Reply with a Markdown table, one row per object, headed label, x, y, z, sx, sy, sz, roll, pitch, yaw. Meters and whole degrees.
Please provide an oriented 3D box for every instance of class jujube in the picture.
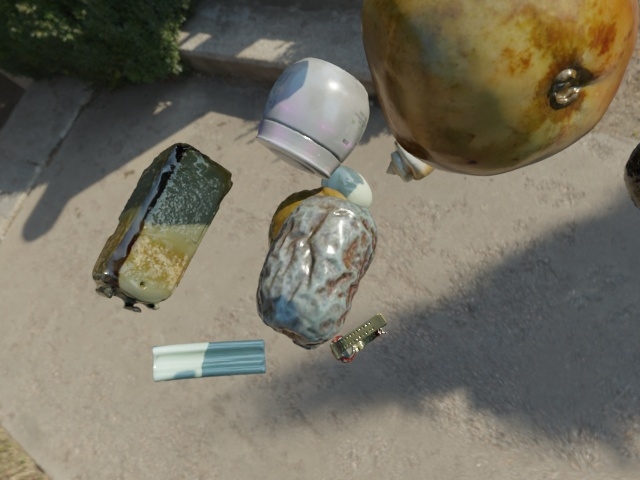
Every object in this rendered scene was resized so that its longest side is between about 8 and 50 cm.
| label | x | y | z | sx | sy | sz | roll | pitch | yaw |
| --- | --- | --- | --- | --- | --- | --- | --- | --- | --- |
| jujube | -0.008 | 0.059 | 1.057 | 0.226 | 0.226 | 0.317 | 14 | 76 | 31 |

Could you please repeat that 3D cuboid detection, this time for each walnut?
| label | x | y | z | sx | sy | sz | roll | pitch | yaw |
| --- | --- | --- | --- | --- | --- | --- | --- | --- | --- |
| walnut | 0.000 | 0.000 | 1.471 | 0.332 | 0.333 | 0.333 | -11 | 63 | 23 |

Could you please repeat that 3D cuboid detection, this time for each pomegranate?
| label | x | y | z | sx | sy | sz | roll | pitch | yaw |
| --- | --- | --- | --- | --- | --- | --- | --- | --- | --- |
| pomegranate | 0.153 | -0.195 | 0.505 | 0.229 | 0.252 | 0.270 | -30 | 35 | 4 |

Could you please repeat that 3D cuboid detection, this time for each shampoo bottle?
| label | x | y | z | sx | sy | sz | roll | pitch | yaw |
| --- | --- | --- | --- | --- | --- | --- | --- | --- | --- |
| shampoo bottle | -0.020 | -0.322 | 1.390 | 0.273 | 0.273 | 0.266 | 27 | 91 | 34 |

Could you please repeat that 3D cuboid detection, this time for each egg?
| label | x | y | z | sx | sy | sz | roll | pitch | yaw |
| --- | --- | --- | --- | --- | --- | --- | --- | --- | --- |
| egg | 0.098 | -0.184 | 1.894 | 0.151 | 0.209 | 0.151 | -50 | 15 | 18 |

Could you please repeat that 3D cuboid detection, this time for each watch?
| label | x | y | z | sx | sy | sz | roll | pitch | yaw |
| --- | --- | --- | --- | --- | --- | --- | --- | --- | --- |
| watch | 0.150 | 0.331 | 1.798 | 0.268 | 0.165 | 0.102 | -38 | 70 | 26 |

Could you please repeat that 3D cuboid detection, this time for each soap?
| label | x | y | z | sx | sy | sz | roll | pitch | yaw |
| --- | --- | --- | --- | --- | --- | --- | --- | --- | --- |
| soap | -0.279 | 0.300 | 1.292 | 0.265 | 0.160 | 0.088 | -1 | 76 | -15 |

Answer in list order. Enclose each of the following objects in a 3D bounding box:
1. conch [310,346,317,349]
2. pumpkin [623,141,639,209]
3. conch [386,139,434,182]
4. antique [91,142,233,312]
| label | x | y | z | sx | sy | sz | roll | pitch | yaw |
| --- | --- | --- | --- | --- | --- | --- | --- | --- | --- |
| conch | -0.014 | 0.248 | 1.365 | 0.056 | 0.085 | 0.076 | -15 | 37 | 46 |
| pumpkin | 0.862 | -0.157 | 1.243 | 0.233 | 0.163 | 0.233 | 9 | 107 | 31 |
| conch | 0.300 | -0.279 | 1.541 | 0.255 | 0.127 | 0.158 | -43 | 18 | 15 |
| antique | -0.280 | -0.016 | 0.894 | 0.150 | 0.125 | 0.284 | -5 | 57 | 54 |
